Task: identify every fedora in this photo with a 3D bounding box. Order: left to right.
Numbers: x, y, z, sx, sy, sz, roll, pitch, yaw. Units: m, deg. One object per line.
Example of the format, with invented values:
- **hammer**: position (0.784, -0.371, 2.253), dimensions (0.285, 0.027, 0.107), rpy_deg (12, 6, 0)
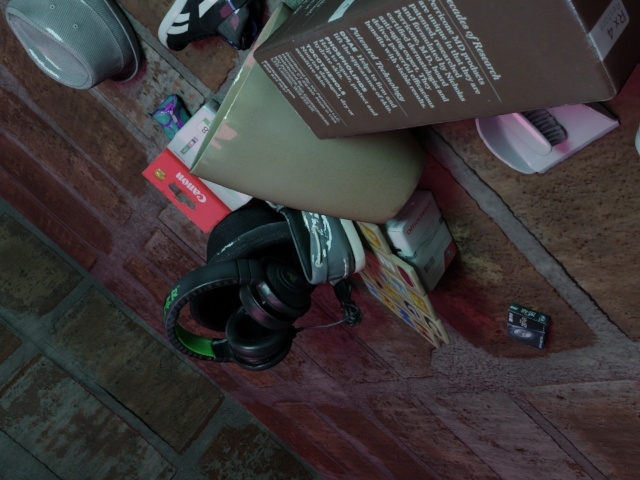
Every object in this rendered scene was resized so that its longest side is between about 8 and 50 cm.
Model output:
- **fedora**: position (-0.469, -0.382, 1.134), dimensions (0.275, 0.124, 0.243), rpy_deg (45, 150, -12)
- **fedora**: position (-0.143, 0.043, 1.297), dimensions (0.334, 0.334, 0.153), rpy_deg (87, 158, -54)

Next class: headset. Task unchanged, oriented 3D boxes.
- **headset**: position (-0.105, 0.125, 1.212), dimensions (0.394, 0.185, 0.243), rpy_deg (6, 131, -21)

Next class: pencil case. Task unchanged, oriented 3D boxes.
- **pencil case**: position (-0.266, -0.207, 1.217), dimensions (0.152, 0.064, 0.070), rpy_deg (56, 172, -30)

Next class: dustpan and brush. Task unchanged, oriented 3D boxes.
- **dustpan and brush**: position (0.221, -0.158, 0.739), dimensions (0.211, 0.060, 0.147), rpy_deg (40, 151, -4)

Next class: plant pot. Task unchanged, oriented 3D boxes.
- **plant pot**: position (-0.001, -0.141, 0.866), dimensions (0.274, 0.257, 0.256), rpy_deg (28, 154, -17)

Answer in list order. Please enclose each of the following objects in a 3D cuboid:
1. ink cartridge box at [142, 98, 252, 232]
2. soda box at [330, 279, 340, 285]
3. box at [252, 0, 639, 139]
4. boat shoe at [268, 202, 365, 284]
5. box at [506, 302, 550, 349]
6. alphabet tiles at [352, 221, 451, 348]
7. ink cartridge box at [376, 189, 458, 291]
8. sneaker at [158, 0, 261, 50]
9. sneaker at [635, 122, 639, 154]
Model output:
- **ink cartridge box**: position (-0.217, -0.126, 1.176), dimensions (0.224, 0.056, 0.181), rpy_deg (-39, 105, 23)
- **soda box**: position (0.000, 0.000, 1.164), dimensions (0.063, 0.058, 0.183), rpy_deg (43, 166, 45)
- **box**: position (0.116, -0.217, 0.585), dimensions (0.143, 0.191, 0.381), rpy_deg (49, 157, -28)
- **boat shoe**: position (-0.039, -0.077, 1.009), dimensions (0.320, 0.099, 0.116), rpy_deg (63, 161, 6)
- **box**: position (0.356, 0.148, 1.069), dimensions (0.067, 0.018, 0.083), rpy_deg (21, 147, 28)
- **alphabet tiles**: position (0.094, 0.044, 1.088), dimensions (0.342, 0.011, 0.285), rpy_deg (38, 162, 55)
- **ink cartridge box**: position (0.156, -0.001, 0.999), dimensions (0.056, 0.099, 0.135), rpy_deg (7, 138, 45)
- **sneaker**: position (-0.162, -0.315, 0.926), dimensions (0.121, 0.079, 0.217), rpy_deg (45, 149, -9)
- **sneaker**: position (0.427, -0.106, 0.522), dimensions (0.305, 0.114, 0.152), rpy_deg (15, 145, 36)
